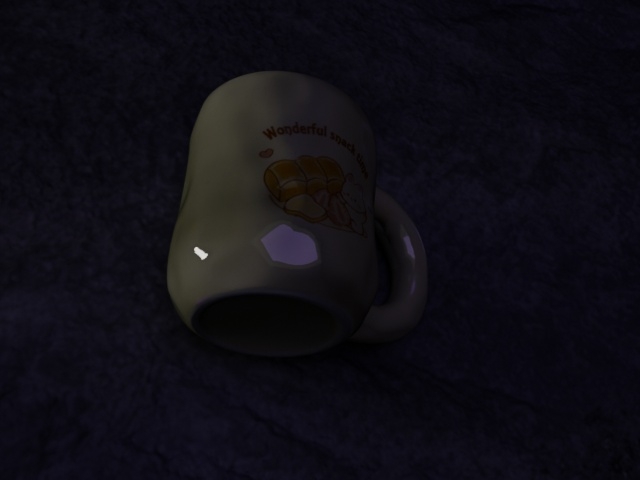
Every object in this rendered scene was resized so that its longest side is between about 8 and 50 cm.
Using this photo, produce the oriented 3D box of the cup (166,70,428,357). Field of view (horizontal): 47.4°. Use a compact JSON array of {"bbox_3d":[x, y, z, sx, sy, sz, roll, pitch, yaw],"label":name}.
[{"bbox_3d":[-0.019,0.003,0.659,0.173,0.255,0.202,-12,56,23],"label":"cup"}]
